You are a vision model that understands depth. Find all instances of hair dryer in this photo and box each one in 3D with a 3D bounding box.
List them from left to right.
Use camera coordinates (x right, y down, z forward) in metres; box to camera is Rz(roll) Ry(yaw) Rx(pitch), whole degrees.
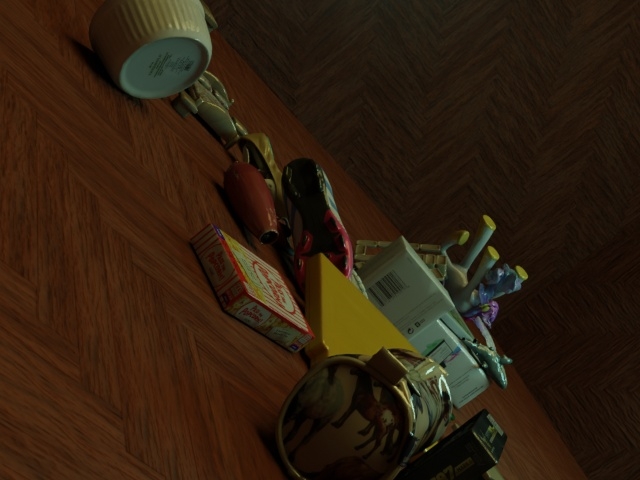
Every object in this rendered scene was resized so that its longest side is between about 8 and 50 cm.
[{"bbox_3d":[-0.100,-0.057,1.786,0.223,0.080,0.293,50,9,-9],"label":"hair dryer"}]

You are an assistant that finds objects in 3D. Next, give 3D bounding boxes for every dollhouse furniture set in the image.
[{"bbox_3d":[-0.210,-0.333,2.041,0.355,0.174,0.303,45,12,-34],"label":"dollhouse furniture set"}]

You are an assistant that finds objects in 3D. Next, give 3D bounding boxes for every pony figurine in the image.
[{"bbox_3d":[0.396,0.159,2.601,0.303,0.363,0.351,6,46,-44],"label":"pony figurine"}]

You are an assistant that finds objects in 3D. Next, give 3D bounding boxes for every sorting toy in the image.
[{"bbox_3d":[0.320,0.461,1.912,0.132,0.046,0.274,39,15,-54],"label":"sorting toy"}]

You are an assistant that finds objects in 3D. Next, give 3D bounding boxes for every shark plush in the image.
[{"bbox_3d":[0.408,0.290,2.274,0.161,0.073,0.067,53,40,-24],"label":"shark plush"}]

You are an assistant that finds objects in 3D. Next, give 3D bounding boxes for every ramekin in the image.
[{"bbox_3d":[-0.287,-0.340,1.621,0.109,0.207,0.207,65,14,24],"label":"ramekin"}]

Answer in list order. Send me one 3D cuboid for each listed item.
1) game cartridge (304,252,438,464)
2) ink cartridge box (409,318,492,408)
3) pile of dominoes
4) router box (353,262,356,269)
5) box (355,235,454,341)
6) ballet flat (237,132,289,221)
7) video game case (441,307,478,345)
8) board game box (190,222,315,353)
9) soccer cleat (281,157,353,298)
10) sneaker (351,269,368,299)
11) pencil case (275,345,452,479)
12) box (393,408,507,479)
[{"bbox_3d":[0.084,0.209,1.607,0.323,0.053,0.285,45,22,-25],"label":"game cartridge"},{"bbox_3d":[0.287,0.253,2.341,0.278,0.117,0.201,49,10,-20],"label":"ink cartridge box"},{"bbox_3d":[0.212,0.065,2.505,0.196,0.251,0.040,-73,165,-62],"label":"pile of dominoes"},{"bbox_3d":[0.000,0.000,2.157,0.179,0.046,0.133,54,10,17],"label":"router box"},{"bbox_3d":[0.172,0.121,2.096,0.182,0.181,0.119,49,10,-12],"label":"box"},{"bbox_3d":[-0.123,-0.135,2.026,0.073,0.080,0.232,-3,55,-36],"label":"ballet flat"},{"bbox_3d":[0.309,0.167,2.333,0.212,0.023,0.193,44,12,-36],"label":"video game case"},{"bbox_3d":[-0.100,0.074,1.388,0.193,0.045,0.146,40,15,-52],"label":"board game box"},{"bbox_3d":[0.000,-0.005,1.820,0.143,0.116,0.331,70,8,-63],"label":"soccer cleat"},{"bbox_3d":[0.051,0.121,1.799,0.228,0.086,0.132,54,8,10],"label":"sneaker"},{"bbox_3d":[0.080,0.226,1.242,0.160,0.184,0.410,53,8,13],"label":"pencil case"},{"bbox_3d":[0.162,0.316,1.279,0.059,0.183,0.233,53,10,12],"label":"box"}]
